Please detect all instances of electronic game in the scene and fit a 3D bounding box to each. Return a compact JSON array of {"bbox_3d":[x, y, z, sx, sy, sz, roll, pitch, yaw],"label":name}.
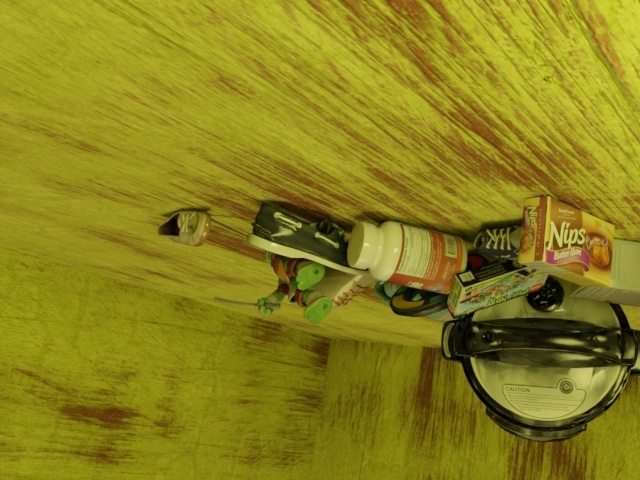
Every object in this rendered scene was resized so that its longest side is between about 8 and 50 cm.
[{"bbox_3d":[0.253,0.094,1.705,0.229,0.048,0.229,-27,-168,6],"label":"electronic game"}]

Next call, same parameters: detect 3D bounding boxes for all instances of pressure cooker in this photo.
[{"bbox_3d":[0.489,0.241,1.767,0.375,0.370,0.420,51,-178,20],"label":"pressure cooker"}]

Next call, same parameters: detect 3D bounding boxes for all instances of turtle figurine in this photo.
[{"bbox_3d":[-0.111,0.086,1.764,0.274,0.198,0.266,10,-170,-35],"label":"turtle figurine"}]

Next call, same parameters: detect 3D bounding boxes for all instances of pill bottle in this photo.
[{"bbox_3d":[0.168,0.029,1.570,0.216,0.121,0.121,12,168,-15],"label":"pill bottle"}]

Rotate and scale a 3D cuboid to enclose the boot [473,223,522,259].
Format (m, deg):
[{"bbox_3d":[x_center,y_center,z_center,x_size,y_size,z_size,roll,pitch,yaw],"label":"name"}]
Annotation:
[{"bbox_3d":[0.337,0.003,1.445,0.086,0.069,0.190,6,170,-1],"label":"boot"}]

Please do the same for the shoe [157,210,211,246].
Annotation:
[{"bbox_3d":[-0.303,-0.026,1.769,0.058,0.077,0.219,10,171,-29],"label":"shoe"}]

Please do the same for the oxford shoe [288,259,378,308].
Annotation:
[{"bbox_3d":[0.077,0.091,1.867,0.140,0.147,0.397,22,162,-40],"label":"oxford shoe"}]

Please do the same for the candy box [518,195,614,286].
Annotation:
[{"bbox_3d":[0.406,0.004,1.307,0.186,0.109,0.053,18,165,-36],"label":"candy box"}]

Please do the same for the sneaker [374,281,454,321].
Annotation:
[{"bbox_3d":[0.239,0.129,1.969,0.150,0.135,0.366,9,168,-17],"label":"sneaker"}]

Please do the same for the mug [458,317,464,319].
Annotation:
[{"bbox_3d":[0.372,0.161,2.110,0.157,0.097,0.129,1,165,32],"label":"mug"}]

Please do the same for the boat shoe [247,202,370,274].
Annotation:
[{"bbox_3d":[0.000,0.000,1.628,0.302,0.091,0.114,15,-173,-35],"label":"boat shoe"}]

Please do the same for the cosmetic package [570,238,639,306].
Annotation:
[{"bbox_3d":[0.601,0.066,1.478,0.237,0.107,0.127,10,165,5],"label":"cosmetic package"}]

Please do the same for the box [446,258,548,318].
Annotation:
[{"bbox_3d":[0.353,0.081,1.566,0.207,0.036,0.114,-17,145,-15],"label":"box"}]
